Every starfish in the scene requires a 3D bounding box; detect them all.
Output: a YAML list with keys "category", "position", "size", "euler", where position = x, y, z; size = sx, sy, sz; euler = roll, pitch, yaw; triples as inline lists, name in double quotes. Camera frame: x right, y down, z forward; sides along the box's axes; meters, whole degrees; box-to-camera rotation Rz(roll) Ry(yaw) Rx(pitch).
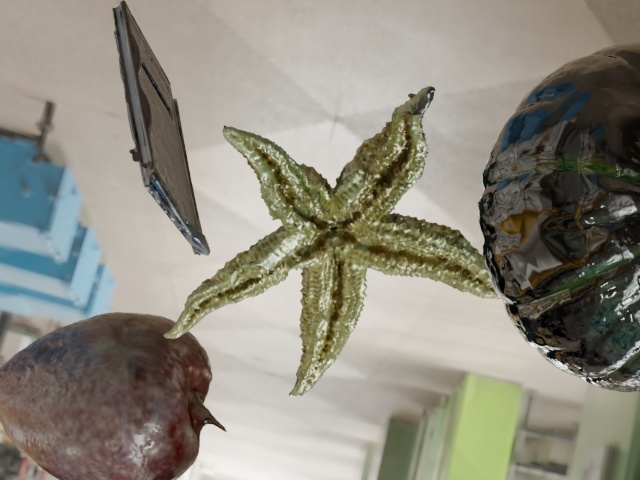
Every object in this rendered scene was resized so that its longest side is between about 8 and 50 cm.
- category: "starfish"
  position: [-0.002, -0.001, 1.181]
  size: [0.358, 0.078, 0.347]
  euler: [-17, 133, 12]

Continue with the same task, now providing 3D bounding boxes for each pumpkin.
- category: "pumpkin"
  position: [0.223, -0.015, 0.906]
  size: [0.248, 0.248, 0.248]
  euler: [13, 165, 3]

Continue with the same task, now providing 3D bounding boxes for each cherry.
- category: "cherry"
  position: [-0.258, 0.195, 1.513]
  size: [0.300, 0.230, 0.203]
  euler: [4, 137, 2]

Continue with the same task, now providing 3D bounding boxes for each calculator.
- category: "calculator"
  position: [-0.173, -0.120, 1.350]
  size: [0.028, 0.274, 0.166]
  euler: [-21, 143, 7]
